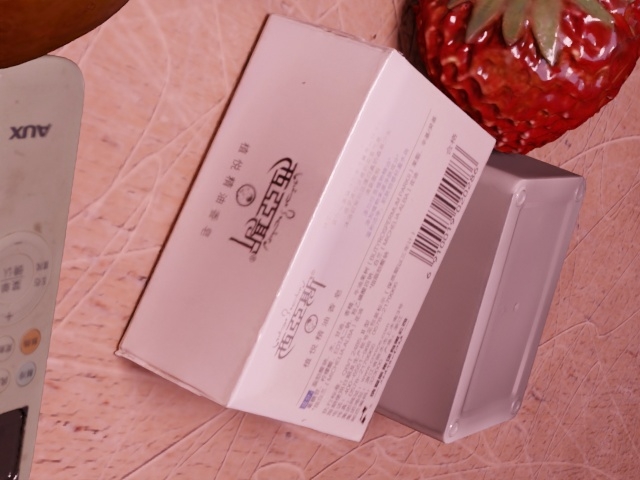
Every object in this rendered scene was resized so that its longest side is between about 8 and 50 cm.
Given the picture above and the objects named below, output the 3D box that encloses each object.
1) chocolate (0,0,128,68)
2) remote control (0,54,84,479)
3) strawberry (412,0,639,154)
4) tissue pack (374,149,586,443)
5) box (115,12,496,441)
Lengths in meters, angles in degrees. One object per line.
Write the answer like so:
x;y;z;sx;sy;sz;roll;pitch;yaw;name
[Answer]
-0.156;-0.159;0.632;0.177;0.177;0.176;-35;136;-42;chocolate
-0.200;0.036;0.801;0.090;0.038;0.309;-13;120;-53;remote control
0.171;-0.166;1.123;0.205;0.205;0.244;-55;164;-19;strawberry
0.122;0.038;1.198;0.159;0.136;0.246;-4;113;-55;tissue pack
-0.002;-0.001;1.001;0.203;0.116;0.274;26;88;-58;box
